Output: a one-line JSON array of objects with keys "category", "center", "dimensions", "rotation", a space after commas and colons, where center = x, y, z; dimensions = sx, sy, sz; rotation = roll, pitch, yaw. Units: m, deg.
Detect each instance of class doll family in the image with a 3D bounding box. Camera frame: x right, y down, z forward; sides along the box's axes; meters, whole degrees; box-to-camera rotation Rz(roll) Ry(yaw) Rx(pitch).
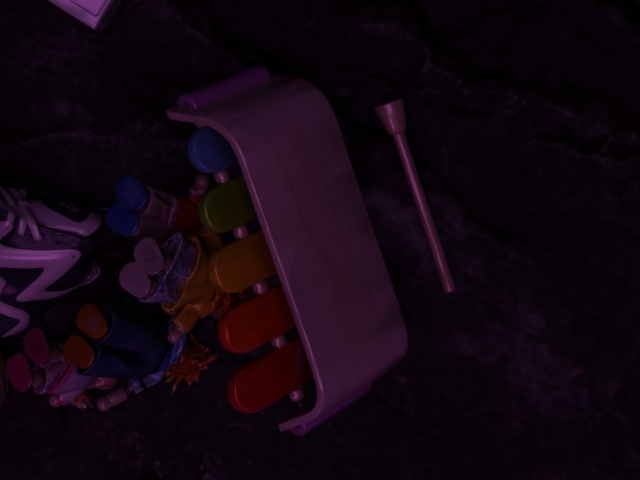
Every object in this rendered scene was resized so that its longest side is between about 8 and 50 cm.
[{"category": "doll family", "center": [-0.145, 0.072, 1.263], "dimensions": [0.118, 0.163, 0.263], "rotation": [40, 102, 28]}]

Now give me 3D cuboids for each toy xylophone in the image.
[{"category": "toy xylophone", "center": [0.000, 0.000, 1.241], "dimensions": [0.081, 0.236, 0.322], "rotation": [-7, 98, 47]}]

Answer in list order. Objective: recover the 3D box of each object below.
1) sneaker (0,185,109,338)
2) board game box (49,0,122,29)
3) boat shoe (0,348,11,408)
[{"category": "sneaker", "center": [-0.271, -0.027, 1.254], "dimensions": [0.153, 0.094, 0.235], "rotation": [-24, 123, -5]}, {"category": "board game box", "center": [-0.272, -0.347, 1.240], "dimensions": [0.305, 0.053, 0.193], "rotation": [32, 101, -3]}, {"category": "boat shoe", "center": [-0.457, 0.100, 1.292], "dimensions": [0.341, 0.110, 0.121], "rotation": [14, 109, -1]}]
